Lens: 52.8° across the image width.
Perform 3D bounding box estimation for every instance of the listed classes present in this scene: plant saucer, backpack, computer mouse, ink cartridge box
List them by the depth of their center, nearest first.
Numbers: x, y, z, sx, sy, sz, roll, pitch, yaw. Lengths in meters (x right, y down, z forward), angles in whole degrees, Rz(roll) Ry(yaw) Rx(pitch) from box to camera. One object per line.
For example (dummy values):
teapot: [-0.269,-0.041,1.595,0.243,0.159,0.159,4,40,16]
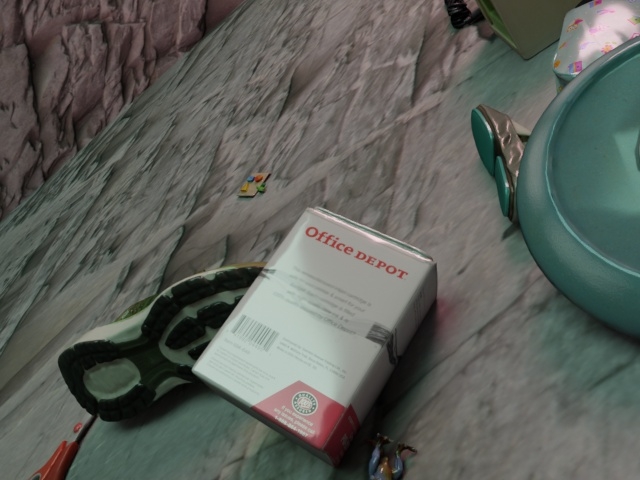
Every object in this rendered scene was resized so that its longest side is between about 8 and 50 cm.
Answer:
plant saucer: [0.312,-0.068,0.516,0.318,0.044,0.317,-16,55,25]
ink cartridge box: [0.002,0.091,0.663,0.159,0.092,0.218,25,68,24]
backpack: [0.318,-0.192,0.698,0.152,0.115,0.182,-4,50,43]
computer mouse: [0.320,-0.475,1.112,0.262,0.060,0.184,-24,34,29]

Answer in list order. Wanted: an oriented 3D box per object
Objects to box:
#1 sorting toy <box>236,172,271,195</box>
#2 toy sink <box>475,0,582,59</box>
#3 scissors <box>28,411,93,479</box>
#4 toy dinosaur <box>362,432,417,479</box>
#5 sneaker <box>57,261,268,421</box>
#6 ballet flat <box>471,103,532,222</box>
sorting toy: [-0.119,-0.106,1.193,0.083,0.012,0.062,5,54,52]
toy sink: [0.262,-0.399,0.909,0.131,0.234,0.152,-33,32,15]
scissors: [-0.377,0.298,0.966,0.109,0.021,0.297,-20,38,36]
toy dinosaur: [0.059,0.218,0.568,0.090,0.047,0.082,124,169,-66]
sneaker: [-0.166,0.101,0.876,0.410,0.158,0.182,-20,19,25]
ballet flat: [0.225,-0.093,0.743,0.068,0.072,0.213,-7,38,5]
